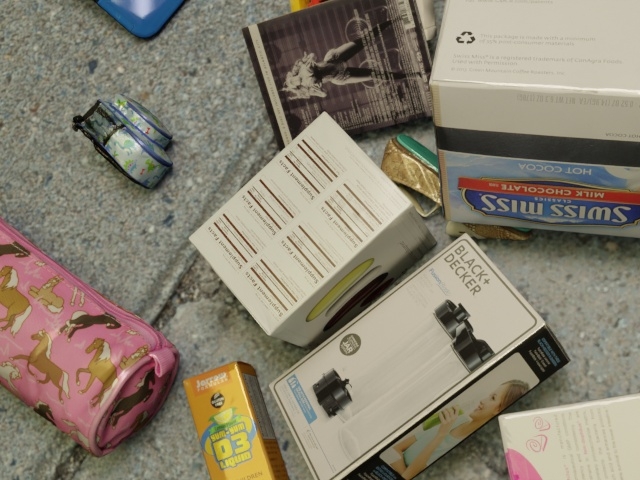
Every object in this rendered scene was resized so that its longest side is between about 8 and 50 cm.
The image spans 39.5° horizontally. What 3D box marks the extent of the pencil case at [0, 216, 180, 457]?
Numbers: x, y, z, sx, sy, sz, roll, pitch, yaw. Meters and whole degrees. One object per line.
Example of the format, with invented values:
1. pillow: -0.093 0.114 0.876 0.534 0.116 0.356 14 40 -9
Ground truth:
1. pencil case: -0.354 0.101 1.110 0.386 0.167 0.160 34 51 18

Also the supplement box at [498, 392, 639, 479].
1. supplement box: 0.307 0.220 0.930 0.220 0.114 0.111 -11 77 11

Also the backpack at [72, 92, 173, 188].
1. backpack: -0.243 -0.130 1.154 0.084 0.105 0.114 -44 77 4

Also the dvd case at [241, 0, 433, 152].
1. dvd case: 0.026 -0.209 1.087 0.221 0.018 0.164 -12 104 23

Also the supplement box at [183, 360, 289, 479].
1. supplement box: -0.088 0.263 1.044 0.078 0.080 0.233 -23 71 7

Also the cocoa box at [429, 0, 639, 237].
1. cocoa box: 0.304 -0.156 0.920 0.347 0.228 0.231 6 56 16

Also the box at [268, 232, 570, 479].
1. box: 0.102 0.145 0.979 0.290 0.087 0.169 -37 43 5

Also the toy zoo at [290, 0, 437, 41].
1. toy zoo: 0.041 -0.341 1.080 0.192 0.030 0.293 6 114 33

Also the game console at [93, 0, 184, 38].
1. game console: -0.251 -0.468 1.270 0.250 0.173 0.293 40 91 -12

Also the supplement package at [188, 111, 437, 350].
1. supplement package: 0.000 0.000 1.014 0.203 0.194 0.149 -43 71 4

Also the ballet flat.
1. ballet flat: 0.155 -0.047 1.061 0.206 0.073 0.067 39 117 21
